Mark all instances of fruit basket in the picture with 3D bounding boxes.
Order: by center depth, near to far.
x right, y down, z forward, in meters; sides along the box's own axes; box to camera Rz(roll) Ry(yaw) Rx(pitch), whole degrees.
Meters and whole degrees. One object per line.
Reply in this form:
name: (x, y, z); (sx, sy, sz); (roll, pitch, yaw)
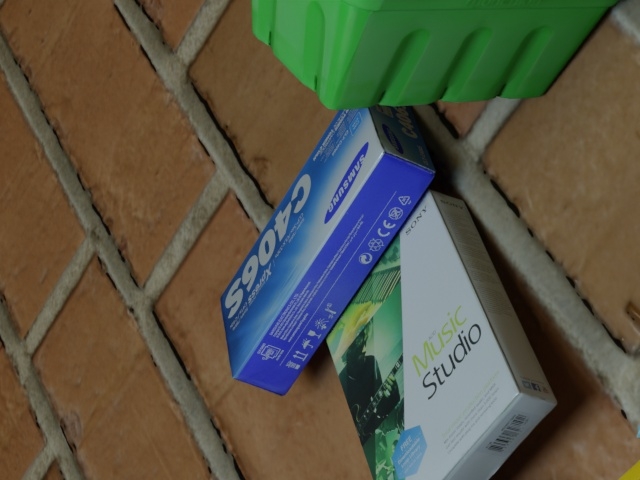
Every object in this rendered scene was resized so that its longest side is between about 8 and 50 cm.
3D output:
fruit basket: (0.119, -0.342, 1.578); (0.283, 0.392, 0.392); (48, 119, 40)

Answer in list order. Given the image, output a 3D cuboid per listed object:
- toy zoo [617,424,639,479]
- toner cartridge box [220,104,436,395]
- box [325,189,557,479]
toy zoo: (0.360, 0.306, 1.463); (0.192, 0.030, 0.293); (-40, 56, 37)
toner cartridge box: (0.000, 0.000, 1.833); (0.348, 0.075, 0.165); (-57, 27, 25)
box: (0.117, 0.131, 1.684); (0.232, 0.058, 0.322); (-54, 33, 28)
